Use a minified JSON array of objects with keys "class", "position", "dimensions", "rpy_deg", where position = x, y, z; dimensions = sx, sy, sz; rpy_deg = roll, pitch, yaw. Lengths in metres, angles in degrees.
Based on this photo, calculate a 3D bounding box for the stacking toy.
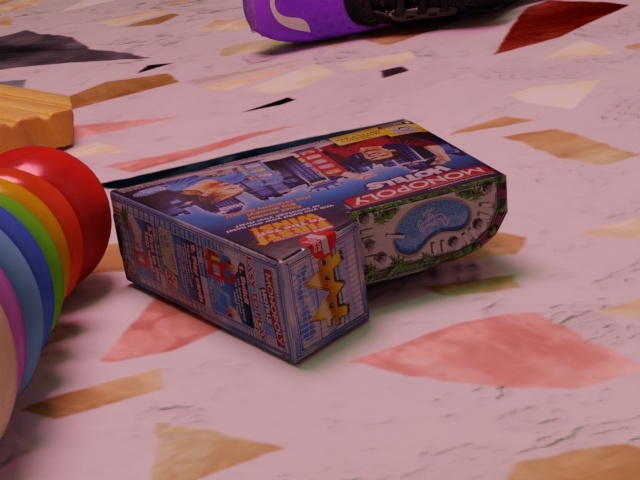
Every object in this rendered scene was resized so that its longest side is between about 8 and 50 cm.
[{"class":"stacking toy","position":[-0.187,0.015,1.029],"dimensions":[0.141,0.141,0.330],"rpy_deg":[-6,15,10]}]

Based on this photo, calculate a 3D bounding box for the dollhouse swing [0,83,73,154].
[{"class":"dollhouse swing","position":[-0.392,-0.193,1.452],"dimensions":[0.305,0.315,0.347],"rpy_deg":[-6,7,35]}]

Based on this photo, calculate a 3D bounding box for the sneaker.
[{"class":"sneaker","position":[0.081,-0.233,1.658],"dimensions":[0.293,0.102,0.146],"rpy_deg":[-16,21,-21]}]

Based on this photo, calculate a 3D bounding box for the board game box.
[{"class":"board game box","position":[0.000,0.000,1.081],"dimensions":[0.194,0.060,0.194],"rpy_deg":[-14,20,-14]}]
